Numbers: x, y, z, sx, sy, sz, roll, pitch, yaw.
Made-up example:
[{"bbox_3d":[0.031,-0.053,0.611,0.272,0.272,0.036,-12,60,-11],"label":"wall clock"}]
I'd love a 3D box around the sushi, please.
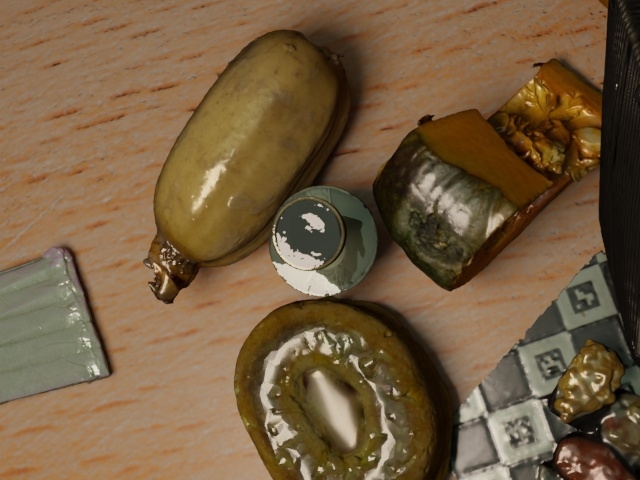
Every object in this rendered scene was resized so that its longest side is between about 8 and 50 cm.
[{"bbox_3d":[0.301,0.210,1.003,0.294,0.059,0.292,44,94,17],"label":"sushi"}]

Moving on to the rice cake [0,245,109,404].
[{"bbox_3d":[-0.373,0.113,1.202,0.198,0.037,0.189,-23,77,10],"label":"rice cake"}]

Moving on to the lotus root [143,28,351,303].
[{"bbox_3d":[-0.094,-0.083,1.089,0.151,0.169,0.343,37,92,17],"label":"lotus root"}]

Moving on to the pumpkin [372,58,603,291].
[{"bbox_3d":[0.187,-0.084,1.006,0.280,0.190,0.139,-45,73,4],"label":"pumpkin"}]

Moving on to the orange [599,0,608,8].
[{"bbox_3d":[0.379,-0.312,0.957,0.264,0.264,0.264,-2,81,14],"label":"orange"}]

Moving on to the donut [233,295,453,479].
[{"bbox_3d":[0.025,0.179,1.042,0.208,0.128,0.261,-38,74,5],"label":"donut"}]

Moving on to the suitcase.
[{"bbox_3d":[0.331,-0.068,0.868,0.152,0.335,0.230,-5,44,9],"label":"suitcase"}]

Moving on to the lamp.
[{"bbox_3d":[0.000,0.000,1.026,0.121,0.214,0.121,0,88,9],"label":"lamp"}]
